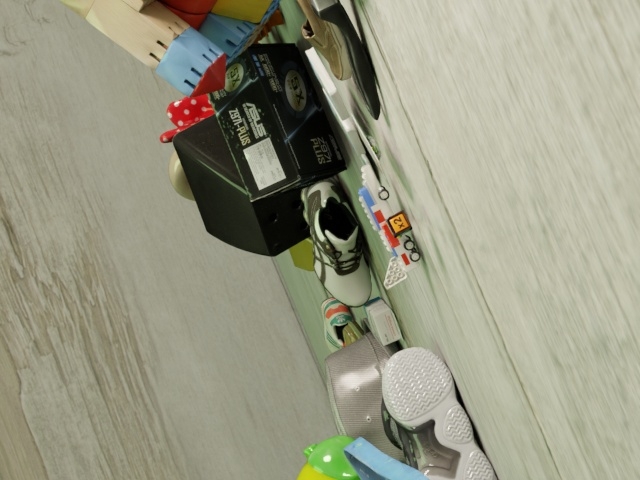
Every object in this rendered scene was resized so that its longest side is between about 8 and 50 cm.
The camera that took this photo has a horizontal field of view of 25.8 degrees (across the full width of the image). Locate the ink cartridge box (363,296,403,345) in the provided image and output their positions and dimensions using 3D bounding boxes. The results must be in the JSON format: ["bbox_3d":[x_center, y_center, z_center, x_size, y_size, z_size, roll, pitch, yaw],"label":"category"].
[{"bbox_3d":[0.088,0.115,1.959,0.083,0.028,0.048,-132,21,-72],"label":"ink cartridge box"}]

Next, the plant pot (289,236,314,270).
[{"bbox_3d":[0.000,0.000,2.101,0.083,0.081,0.081,33,146,61],"label":"plant pot"}]

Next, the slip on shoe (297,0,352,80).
[{"bbox_3d":[0.001,-0.218,1.441,0.135,0.041,0.051,74,171,-49],"label":"slip on shoe"}]

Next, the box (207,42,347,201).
[{"bbox_3d":[-0.058,-0.150,1.749,0.147,0.077,0.180,-17,-96,-64],"label":"box"}]

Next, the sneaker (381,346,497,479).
[{"bbox_3d":[0.144,0.265,1.693,0.153,0.101,0.268,94,159,-79],"label":"sneaker"}]

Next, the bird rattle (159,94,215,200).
[{"bbox_3d":[-0.147,-0.129,2.142,0.207,0.253,0.143,-52,56,34],"label":"bird rattle"}]

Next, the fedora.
[{"bbox_3d":[0.083,0.256,2.060,0.244,0.124,0.275,147,100,-85],"label":"fedora"}]

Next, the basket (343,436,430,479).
[{"bbox_3d":[0.140,0.346,1.479,0.289,0.201,0.255,60,169,-9],"label":"basket"}]

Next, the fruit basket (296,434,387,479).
[{"bbox_3d":[0.114,0.426,1.783,0.392,0.283,0.392,177,90,-86],"label":"fruit basket"}]

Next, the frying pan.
[{"bbox_3d":[-0.010,-0.278,1.327,0.326,0.053,0.197,81,167,-54],"label":"frying pan"}]

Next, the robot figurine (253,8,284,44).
[{"bbox_3d":[-0.114,-0.305,1.958,0.291,0.085,0.211,-121,11,-54],"label":"robot figurine"}]

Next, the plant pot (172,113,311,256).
[{"bbox_3d":[-0.072,-0.086,2.010,0.167,0.188,0.187,41,155,48],"label":"plant pot"}]

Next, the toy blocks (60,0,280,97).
[{"bbox_3d":[-0.159,-0.313,1.612,0.261,0.191,0.381,36,-147,0],"label":"toy blocks"}]

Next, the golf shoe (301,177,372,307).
[{"bbox_3d":[0.025,0.013,1.922,0.094,0.077,0.198,-129,17,-70],"label":"golf shoe"}]

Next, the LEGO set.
[{"bbox_3d":[0.043,-0.067,1.506,0.244,0.060,0.182,62,180,37],"label":"LEGO set"}]

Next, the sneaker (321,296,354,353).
[{"bbox_3d":[0.040,0.175,2.479,0.075,0.057,0.161,-110,5,-46],"label":"sneaker"}]

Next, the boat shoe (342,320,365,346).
[{"bbox_3d":[0.064,0.229,2.381,0.068,0.072,0.190,-125,14,-66],"label":"boat shoe"}]
